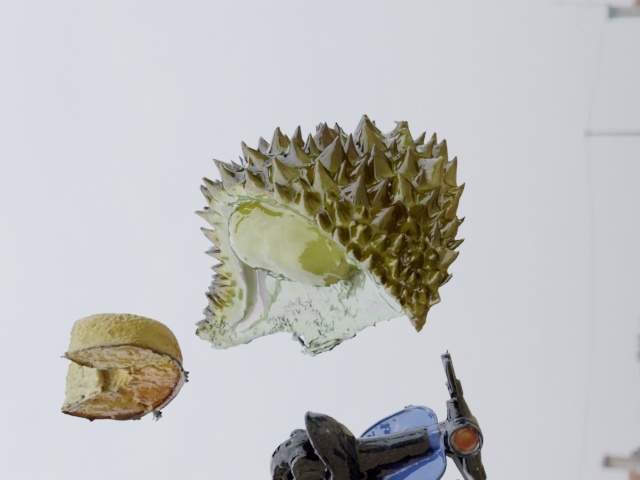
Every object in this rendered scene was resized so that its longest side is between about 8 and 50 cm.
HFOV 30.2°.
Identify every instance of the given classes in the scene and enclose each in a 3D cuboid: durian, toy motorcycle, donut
[{"bbox_3d":[0.000,0.000,0.874,0.172,0.306,0.166,-17,-95,-38],"label":"durian"},{"bbox_3d":[0.112,0.267,1.207,0.358,0.213,0.125,50,-163,-33],"label":"toy motorcycle"},{"bbox_3d":[-0.227,0.144,1.379,0.181,0.146,0.078,106,162,-51],"label":"donut"}]
